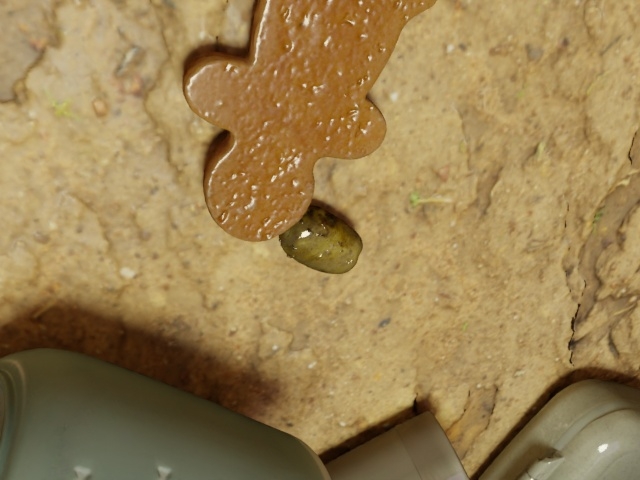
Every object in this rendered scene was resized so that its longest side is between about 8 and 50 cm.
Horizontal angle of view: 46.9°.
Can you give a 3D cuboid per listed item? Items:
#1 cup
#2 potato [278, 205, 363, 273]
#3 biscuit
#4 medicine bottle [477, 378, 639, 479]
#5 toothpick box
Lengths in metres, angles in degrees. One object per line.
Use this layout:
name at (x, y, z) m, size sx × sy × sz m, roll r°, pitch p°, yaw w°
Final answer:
cup at (-0.189, 0.276, 0.568) m, size 0.274 × 0.259 × 0.357 m, roll 34°, pitch 76°, yaw -33°
potato at (0.000, 0.000, 0.625) m, size 0.083 × 0.040 × 0.051 m, roll 30°, pitch 117°, yaw -34°
biscuit at (-0.019, -0.113, 0.540) m, size 0.165 × 0.036 × 0.250 m, roll 10°, pitch 115°, yaw -28°
medicine bottle at (0.313, 0.347, 0.955) m, size 0.282 × 0.123 × 0.375 m, roll 19°, pitch 113°, yaw -31°
toothpick box at (0.068, 0.273, 0.804) m, size 0.180 × 0.111 × 0.111 m, roll -27°, pitch 130°, yaw -3°
